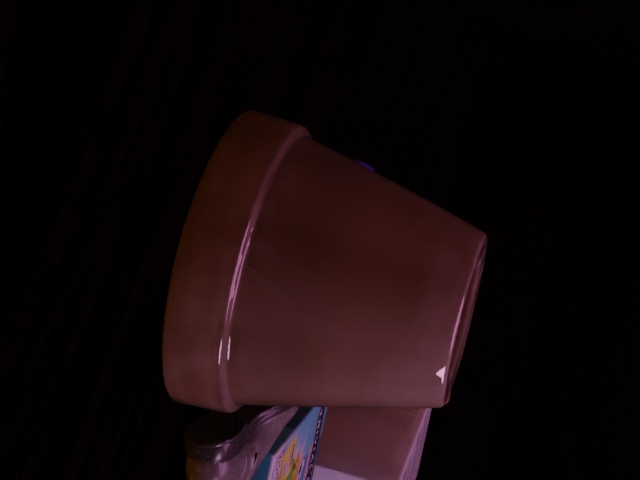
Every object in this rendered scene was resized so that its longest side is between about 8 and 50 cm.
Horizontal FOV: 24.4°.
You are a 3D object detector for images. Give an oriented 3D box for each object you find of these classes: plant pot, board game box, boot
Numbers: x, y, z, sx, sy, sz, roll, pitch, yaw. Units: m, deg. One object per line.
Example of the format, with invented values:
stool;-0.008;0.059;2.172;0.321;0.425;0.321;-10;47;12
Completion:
plant pot;0.019;0.049;1.563;0.323;0.280;0.323;14;90;-81
board game box;-0.079;0.346;1.989;0.336;0.079;0.254;-36;140;-74
boot;-0.100;0.270;1.731;0.246;0.083;0.161;-29;125;-65

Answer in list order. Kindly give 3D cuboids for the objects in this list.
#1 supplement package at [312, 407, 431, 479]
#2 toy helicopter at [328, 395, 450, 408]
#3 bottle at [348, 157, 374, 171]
supplement package;0.042;0.350;2.300;0.263;0.199;0.198;-60;162;-56
toy helicopter;0.092;0.109;2.145;0.140;0.235;0.355;-64;164;-47
bottle;0.000;0.000;1.903;0.283;0.092;0.118;-61;160;-56
